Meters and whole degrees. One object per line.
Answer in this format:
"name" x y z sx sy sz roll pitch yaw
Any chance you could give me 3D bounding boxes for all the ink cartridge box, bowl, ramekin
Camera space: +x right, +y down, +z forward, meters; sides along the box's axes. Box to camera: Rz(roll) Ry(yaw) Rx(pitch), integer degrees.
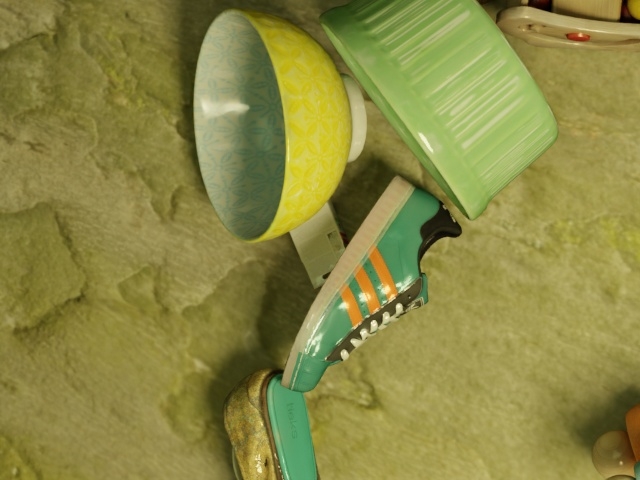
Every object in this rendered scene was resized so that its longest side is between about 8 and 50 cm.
"ink cartridge box" 0.000 0.000 1.885 0.063 0.029 0.115 -26 77 13
"bowl" -0.036 -0.147 1.831 0.156 0.289 0.289 -6 78 -26
"ramekin" 0.146 -0.186 1.725 0.148 0.303 0.303 -37 74 3

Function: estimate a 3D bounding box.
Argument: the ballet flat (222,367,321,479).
"ballet flat" -0.049 0.335 1.825 0.123 0.123 0.349 -16 79 16

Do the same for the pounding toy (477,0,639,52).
"pounding toy" 0.298 -0.318 1.761 0.269 0.154 0.155 6 85 18

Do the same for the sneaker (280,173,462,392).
"sneaker" 0.065 0.070 1.797 0.121 0.108 0.302 32 82 3

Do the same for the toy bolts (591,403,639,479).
"toy bolts" 0.393 0.287 1.621 0.158 0.228 0.218 -21 83 14
